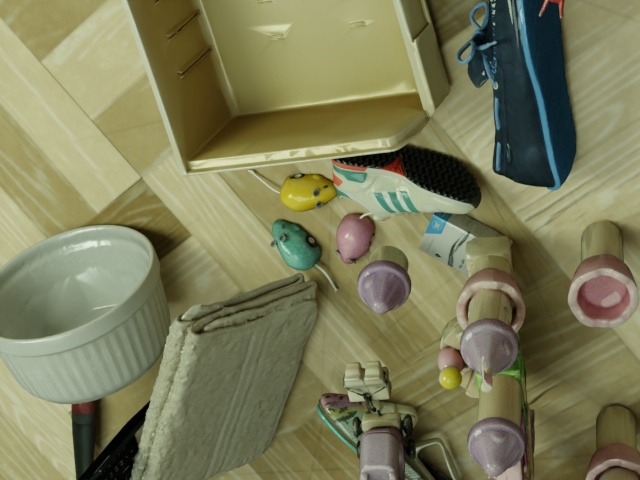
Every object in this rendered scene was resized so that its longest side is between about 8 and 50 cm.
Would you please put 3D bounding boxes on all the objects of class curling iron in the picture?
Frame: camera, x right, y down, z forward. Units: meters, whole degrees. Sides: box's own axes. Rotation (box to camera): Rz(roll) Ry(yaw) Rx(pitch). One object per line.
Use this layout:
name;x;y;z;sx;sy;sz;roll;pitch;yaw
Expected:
curling iron;-0.294;0.195;2.117;0.068;0.035;0.274;9;121;25

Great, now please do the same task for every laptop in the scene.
laptop;-0.212;0.305;2.018;0.136;0.234;0.264;-2;116;27

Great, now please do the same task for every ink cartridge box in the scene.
ink cartridge box;0.147;0.004;1.797;0.083;0.028;0.048;28;127;8

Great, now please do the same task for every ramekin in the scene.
ramekin;-0.263;0.086;1.938;0.207;0.207;0.109;-1;126;26

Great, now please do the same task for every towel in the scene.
towel;-0.107;0.160;1.913;0.049;0.187;0.282;45;134;30

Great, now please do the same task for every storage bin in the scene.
storage bin;-0.038;-0.216;1.696;0.260;0.123;0.262;-5;116;28

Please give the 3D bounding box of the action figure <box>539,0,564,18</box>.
action figure;0.296;-0.254;1.532;0.280;0.091;0.139;14;114;18

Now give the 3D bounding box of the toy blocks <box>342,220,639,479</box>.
toy blocks;0.158;0.166;1.703;0.309;0.260;0.289;-4;118;10

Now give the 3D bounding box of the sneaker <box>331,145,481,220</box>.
sneaker;0.086;-0.050;1.785;0.161;0.057;0.075;17;138;16

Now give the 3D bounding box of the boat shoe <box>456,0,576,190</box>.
boat shoe;0.172;-0.159;1.642;0.089;0.109;0.258;4;118;27

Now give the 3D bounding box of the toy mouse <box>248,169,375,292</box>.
toy mouse;0.000;0.000;1.862;0.161;0.031;0.143;5;120;23

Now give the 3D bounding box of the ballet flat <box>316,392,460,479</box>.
ballet flat;0.093;0.231;1.939;0.079;0.077;0.221;-38;103;18
